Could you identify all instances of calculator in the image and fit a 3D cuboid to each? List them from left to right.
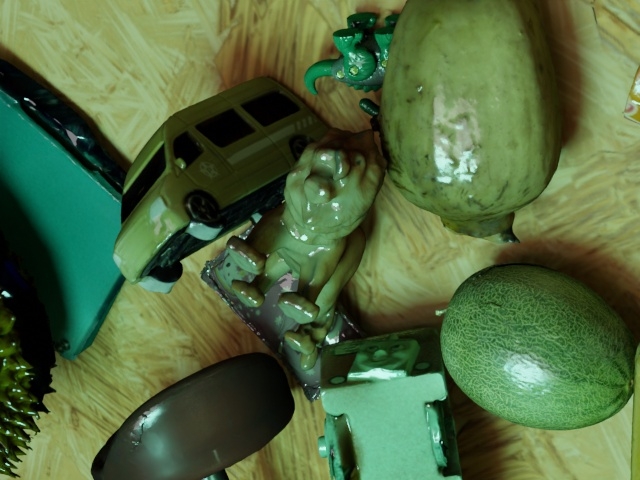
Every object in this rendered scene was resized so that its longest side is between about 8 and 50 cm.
[{"bbox_3d":[-0.302,-0.031,1.594,0.274,0.058,0.248,39,128,10],"label":"calculator"}]

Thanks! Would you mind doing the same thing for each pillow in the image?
[{"bbox_3d":[-0.028,0.067,1.480,0.118,0.043,0.185,-41,84,34],"label":"pillow"}]

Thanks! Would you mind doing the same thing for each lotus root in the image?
[{"bbox_3d":[0.120,-0.111,1.243,0.154,0.140,0.256,1,105,24],"label":"lotus root"}]

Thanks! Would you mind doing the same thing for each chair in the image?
[{"bbox_3d":[-0.083,0.300,1.514,0.227,0.226,0.401,-12,105,35],"label":"chair"}]

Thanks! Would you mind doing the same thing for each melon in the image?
[{"bbox_3d":[0.181,0.090,1.299,0.192,0.139,0.139,23,123,31],"label":"melon"}]

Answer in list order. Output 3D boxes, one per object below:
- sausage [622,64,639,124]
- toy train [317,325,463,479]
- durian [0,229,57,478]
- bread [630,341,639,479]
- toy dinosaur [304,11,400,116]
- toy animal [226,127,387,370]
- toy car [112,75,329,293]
[{"bbox_3d":[0.387,-0.075,1.122,0.312,0.093,0.093,25,123,20],"label":"sausage"},{"bbox_3d":[0.077,0.236,1.409,0.129,0.159,0.326,-9,111,6],"label":"toy train"},{"bbox_3d":[-0.445,0.094,1.499,0.384,0.348,0.347,55,130,18],"label":"durian"},{"bbox_3d":[0.330,0.199,1.252,0.152,0.119,0.288,22,124,48],"label":"bread"},{"bbox_3d":[0.046,-0.147,1.327,0.132,0.059,0.096,0,118,23],"label":"toy dinosaur"},{"bbox_3d":[0.000,0.000,1.321,0.097,0.157,0.312,37,167,11],"label":"toy animal"},{"bbox_3d":[-0.100,-0.057,1.332,0.124,0.257,0.101,48,128,8],"label":"toy car"}]
